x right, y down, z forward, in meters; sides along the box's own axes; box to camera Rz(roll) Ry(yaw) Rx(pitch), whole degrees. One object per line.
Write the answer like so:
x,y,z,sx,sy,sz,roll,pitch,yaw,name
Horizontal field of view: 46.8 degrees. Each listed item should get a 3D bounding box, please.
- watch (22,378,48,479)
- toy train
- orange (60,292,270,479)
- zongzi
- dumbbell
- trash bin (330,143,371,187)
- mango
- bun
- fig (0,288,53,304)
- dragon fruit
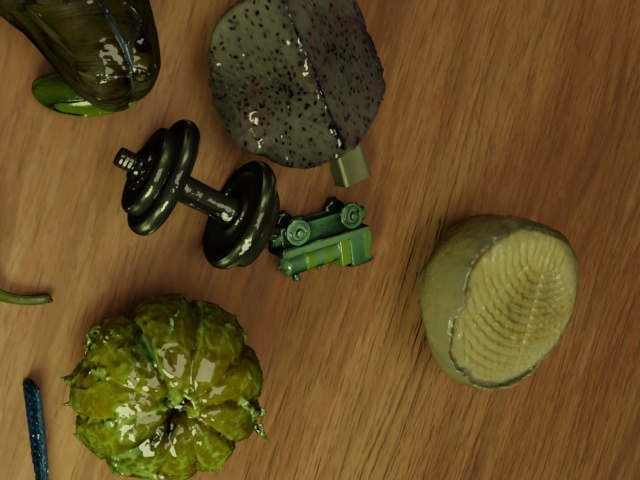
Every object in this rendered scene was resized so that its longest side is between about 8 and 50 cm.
-0.500,0.401,1.159,0.276,0.068,0.274,-34,108,-19,watch
0.000,0.000,1.335,0.200,0.083,0.132,-17,110,-24,toy train
-0.244,0.237,1.171,0.301,0.223,0.300,-29,100,-17,orange
-0.410,-0.321,0.987,0.361,0.160,0.322,-11,81,-23,zongzi
-0.186,-0.070,1.161,0.290,0.192,0.192,27,86,-28,dumbbell
0.049,-0.150,1.355,0.061,0.043,0.092,-26,109,-22,trash bin
-0.346,-0.231,1.113,0.165,0.074,0.091,-10,72,-11,mango
0.330,0.104,1.462,0.364,0.202,0.364,-10,110,-30,bun
-0.499,0.044,1.075,0.149,0.149,0.245,-50,137,-11,fig
-0.040,-0.278,1.204,0.221,0.204,0.282,-48,123,-44,dragon fruit
